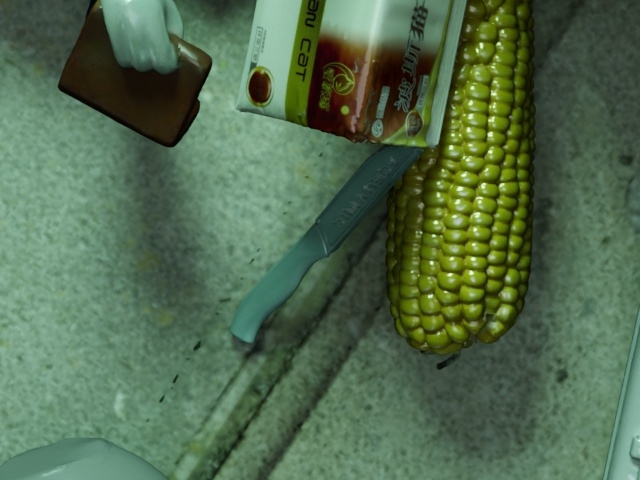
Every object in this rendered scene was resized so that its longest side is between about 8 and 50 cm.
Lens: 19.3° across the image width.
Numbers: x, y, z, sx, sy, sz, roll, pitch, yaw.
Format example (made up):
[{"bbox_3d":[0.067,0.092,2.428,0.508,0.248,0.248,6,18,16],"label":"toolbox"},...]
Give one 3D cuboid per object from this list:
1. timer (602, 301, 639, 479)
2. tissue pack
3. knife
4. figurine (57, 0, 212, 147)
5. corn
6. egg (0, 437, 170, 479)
[{"bbox_3d":[0.287,0.121,1.245,0.178,0.078,0.253,10,99,3],"label":"timer"},{"bbox_3d":[0.022,-0.139,1.148,0.106,0.099,0.149,16,100,36],"label":"tissue pack"},{"bbox_3d":[0.000,0.000,1.236,0.210,0.015,0.028,-49,51,33],"label":"knife"},{"bbox_3d":[-0.125,-0.204,1.174,0.338,0.204,0.283,-31,70,-5],"label":"figurine"},{"bbox_3d":[0.093,-0.062,1.220,0.101,0.101,0.310,3,98,3],"label":"corn"},{"bbox_3d":[-0.147,0.248,1.243,0.176,0.176,0.232,-20,104,6],"label":"egg"}]
